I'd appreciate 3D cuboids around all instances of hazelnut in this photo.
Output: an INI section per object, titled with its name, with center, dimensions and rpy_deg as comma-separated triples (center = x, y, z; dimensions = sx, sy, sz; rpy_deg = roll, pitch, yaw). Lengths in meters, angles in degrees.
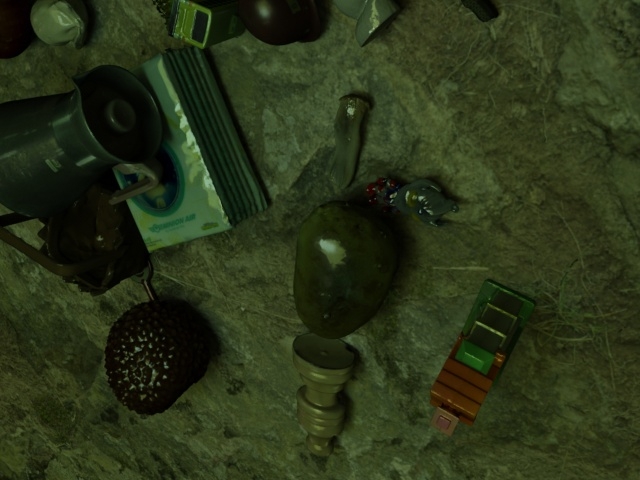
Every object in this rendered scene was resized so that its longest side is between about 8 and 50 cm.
[hazelnut]
center = -0.766, -0.517, 1.672
dimensions = 0.204, 0.178, 0.177
rpy_deg = 9, 115, 43

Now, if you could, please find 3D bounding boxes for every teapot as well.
[teapot]
center = -0.493, -0.183, 1.441
dimensions = 0.344, 0.253, 0.300
rpy_deg = -15, 137, 33

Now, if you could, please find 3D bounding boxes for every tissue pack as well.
[tissue pack]
center = -0.321, -0.194, 1.559
dimensions = 0.287, 0.162, 0.388
rpy_deg = -14, 104, 35

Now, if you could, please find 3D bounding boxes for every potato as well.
[potato]
center = 0.043, 0.064, 1.445
dimensions = 0.210, 0.173, 0.307
rpy_deg = 16, 122, 1

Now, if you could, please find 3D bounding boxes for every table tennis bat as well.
[table tennis bat]
center = -0.465, 0.089, 1.856
dimensions = 0.098, 0.019, 0.154
rpy_deg = -21, 96, 34

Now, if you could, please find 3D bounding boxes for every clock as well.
[clock]
center = 0.282, 0.227, 1.325
dimensions = 0.106, 0.255, 0.219
rpy_deg = 27, 121, 18

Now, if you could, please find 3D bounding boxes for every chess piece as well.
[chess piece]
center = -0.003, 0.375, 1.656
dimensions = 0.139, 0.124, 0.307
rpy_deg = 2, 119, -3

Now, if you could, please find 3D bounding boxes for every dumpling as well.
[dumpling]
center = -0.587, -0.496, 1.621
dimensions = 0.199, 0.118, 0.136
rpy_deg = 14, 136, 56

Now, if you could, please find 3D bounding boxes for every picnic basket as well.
[picnic basket]
center = -0.563, -0.026, 1.678
dimensions = 0.254, 0.321, 0.291
rpy_deg = 30, 118, 21

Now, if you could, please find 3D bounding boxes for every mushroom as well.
[mushroom]
center = 0.054, -0.194, 1.411
dimensions = 0.059, 0.054, 0.202
rpy_deg = 26, 127, 26

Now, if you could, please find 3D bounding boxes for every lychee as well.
[lychee]
center = -0.411, 0.281, 1.757
dimensions = 0.268, 0.267, 0.267
rpy_deg = 12, 116, 26

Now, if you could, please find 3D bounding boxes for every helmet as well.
[helmet]
center = -0.090, -0.422, 1.332
dimensions = 0.155, 0.106, 0.175
rpy_deg = 6, 137, 52

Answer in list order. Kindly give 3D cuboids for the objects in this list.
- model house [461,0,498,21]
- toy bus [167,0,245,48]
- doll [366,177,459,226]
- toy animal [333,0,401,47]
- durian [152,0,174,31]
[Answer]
[model house]
center = 0.249, -0.494, 1.114
dimensions = 0.279, 0.204, 0.218
rpy_deg = 38, 132, -25
[toy bus]
center = -0.212, -0.435, 1.386
dimensions = 0.101, 0.175, 0.088
rpy_deg = 25, 122, 11
[doll]
center = 0.178, -0.078, 1.377
dimensions = 0.195, 0.062, 0.104
rpy_deg = 13, 116, 33
[toy animal]
center = 0.049, -0.465, 1.258
dimensions = 0.220, 0.104, 0.131
rpy_deg = 50, 127, 2
[durian]
center = -0.372, -0.604, 1.436
dimensions = 0.107, 0.132, 0.375
rpy_deg = -15, 108, 47
